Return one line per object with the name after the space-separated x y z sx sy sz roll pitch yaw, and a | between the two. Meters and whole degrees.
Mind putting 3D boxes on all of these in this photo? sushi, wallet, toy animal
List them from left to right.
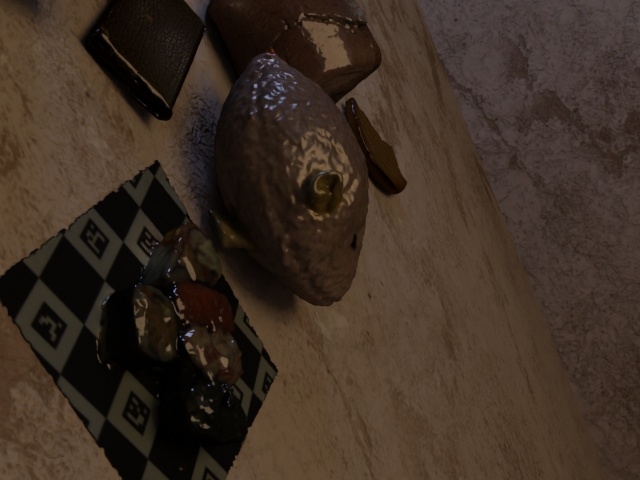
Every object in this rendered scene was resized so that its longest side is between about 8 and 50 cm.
-0.212 -0.260 1.028 0.133 0.039 0.243 47 30 -29 | wallet
-0.133 0.093 0.848 0.320 0.069 0.339 63 23 -15 | sushi
-0.039 -0.092 1.075 0.226 0.188 0.358 11 59 -71 | toy animal

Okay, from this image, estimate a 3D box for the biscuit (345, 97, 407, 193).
0.112 -0.195 1.719 0.228 0.031 0.176 63 22 -8 | biscuit

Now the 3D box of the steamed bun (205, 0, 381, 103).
-0.021 -0.328 1.310 0.251 0.199 0.301 67 23 -4 | steamed bun
